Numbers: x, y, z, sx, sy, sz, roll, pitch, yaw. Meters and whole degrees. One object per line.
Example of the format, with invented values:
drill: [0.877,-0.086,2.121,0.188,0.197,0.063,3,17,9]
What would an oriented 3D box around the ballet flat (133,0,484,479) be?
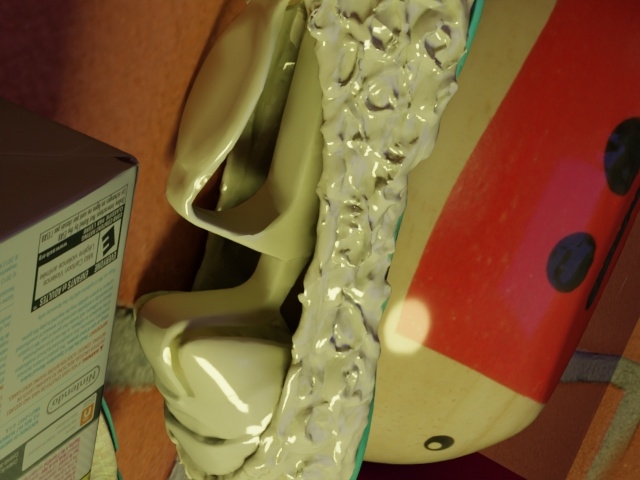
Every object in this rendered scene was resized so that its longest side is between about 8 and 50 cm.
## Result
ballet flat: [-0.033,0.002,0.873,0.147,0.147,0.409,-26,134,-61]

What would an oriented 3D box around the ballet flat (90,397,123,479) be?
ballet flat: [-0.130,0.111,0.816,0.052,0.057,0.168,-45,154,-24]

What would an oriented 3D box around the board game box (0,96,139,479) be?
board game box: [-0.185,0.118,0.617,0.224,0.097,0.303,-34,143,-54]

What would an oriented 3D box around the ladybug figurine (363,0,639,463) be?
ladybug figurine: [0.138,-0.038,1.146,0.449,0.162,0.305,-67,165,3]

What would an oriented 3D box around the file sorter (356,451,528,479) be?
file sorter: [0.078,0.277,1.205,0.202,0.290,0.182,-26,140,-61]
